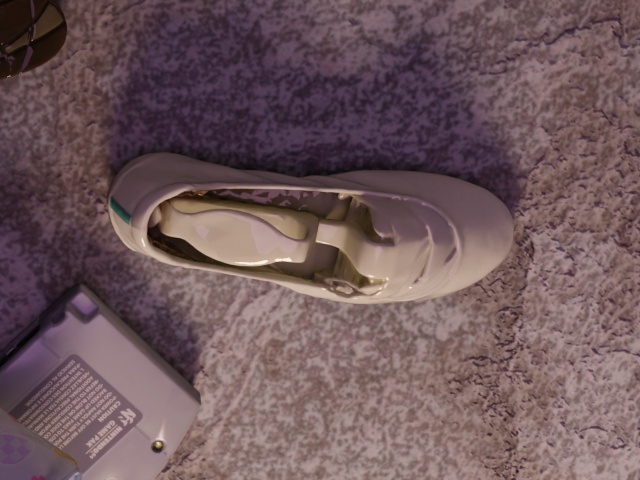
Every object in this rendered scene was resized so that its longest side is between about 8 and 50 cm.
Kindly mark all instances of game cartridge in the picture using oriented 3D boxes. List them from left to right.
[{"bbox_3d":[-0.268,0.204,1.808,0.294,0.060,0.196,-42,107,5],"label":"game cartridge"}]

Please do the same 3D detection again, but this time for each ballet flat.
[{"bbox_3d":[0.000,0.000,1.749,0.400,0.139,0.139,7,106,-13],"label":"ballet flat"}]

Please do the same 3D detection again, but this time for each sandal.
[{"bbox_3d":[-0.336,-0.172,1.672,0.219,0.060,0.090,-23,117,-18],"label":"sandal"}]

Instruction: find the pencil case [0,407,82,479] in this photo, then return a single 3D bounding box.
[{"bbox_3d":[-0.349,0.170,1.699,0.273,0.124,0.113,40,134,7],"label":"pencil case"}]
